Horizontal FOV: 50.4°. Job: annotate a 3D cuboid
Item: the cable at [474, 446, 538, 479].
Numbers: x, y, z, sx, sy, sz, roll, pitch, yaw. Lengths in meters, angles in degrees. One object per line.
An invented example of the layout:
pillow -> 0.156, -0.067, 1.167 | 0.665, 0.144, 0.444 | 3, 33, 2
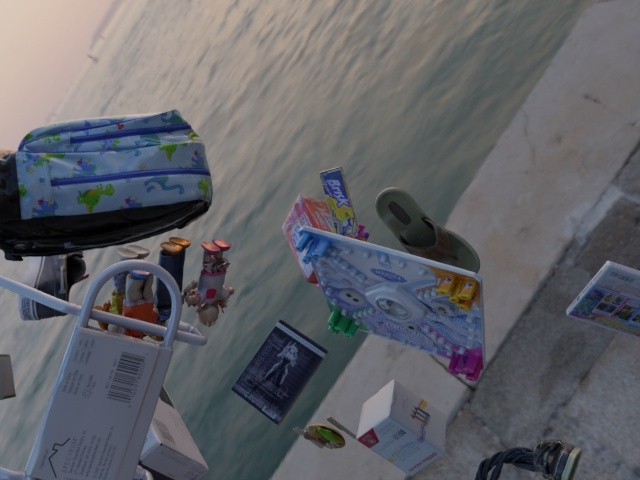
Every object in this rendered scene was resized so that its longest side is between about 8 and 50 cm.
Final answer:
cable -> 0.398, 0.488, 1.351 | 0.184, 0.047, 0.151 | -33, 53, 25

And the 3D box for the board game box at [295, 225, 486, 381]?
board game box -> 0.156, 0.146, 1.460 | 0.389, 0.390, 0.050 | 15, 59, 25

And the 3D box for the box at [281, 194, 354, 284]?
box -> 0.000, 0.000, 1.911 | 0.128, 0.122, 0.257 | -59, 36, 26

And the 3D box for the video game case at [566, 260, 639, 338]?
video game case -> 0.562, 0.112, 1.257 | 0.019, 0.157, 0.143 | -80, 9, -49

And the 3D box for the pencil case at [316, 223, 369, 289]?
pencil case -> 0.071, 0.060, 2.130 | 0.104, 0.104, 0.237 | 11, 79, 65

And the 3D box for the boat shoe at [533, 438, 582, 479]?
boat shoe -> 0.411, 0.389, 1.199 | 0.073, 0.223, 0.080 | 24, 82, 22

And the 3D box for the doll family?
doll family -> -0.242, 0.084, 1.002 | 0.263, 0.118, 0.163 | -20, -54, -60

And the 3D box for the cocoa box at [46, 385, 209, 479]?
cocoa box -> -0.490, 0.495, 1.720 | 0.228, 0.231, 0.347 | -40, 51, -4

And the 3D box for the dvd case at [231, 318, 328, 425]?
dvd case -> -0.104, 0.331, 1.729 | 0.164, 0.018, 0.221 | 29, 79, 29

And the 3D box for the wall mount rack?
wall mount rack -> -0.312, 0.172, 0.807 | 0.130, 0.304, 0.350 | 11, 82, 68

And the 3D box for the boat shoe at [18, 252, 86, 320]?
boat shoe -> -0.521, 0.049, 1.361 | 0.301, 0.102, 0.108 | -108, 20, -58

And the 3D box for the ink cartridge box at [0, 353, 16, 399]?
ink cartridge box -> -0.672, 0.263, 1.203 | 0.153, 0.208, 0.087 | 131, 127, -78

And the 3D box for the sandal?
sandal -> 0.247, -0.004, 1.631 | 0.120, 0.302, 0.086 | -50, -4, 13

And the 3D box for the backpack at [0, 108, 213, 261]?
backpack -> -0.365, -0.096, 1.181 | 0.290, 0.355, 0.274 | 135, 136, -71

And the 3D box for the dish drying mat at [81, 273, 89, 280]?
dish drying mat -> -0.639, 0.111, 1.761 | 0.083, 0.008, 0.032 | -31, 1, -32

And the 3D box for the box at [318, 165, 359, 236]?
box -> 0.047, -0.096, 1.690 | 0.059, 0.169, 0.054 | -15, 6, 7

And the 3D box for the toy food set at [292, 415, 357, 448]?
toy food set -> 0.008, 0.575, 1.977 | 0.192, 0.132, 0.039 | -34, 23, 47

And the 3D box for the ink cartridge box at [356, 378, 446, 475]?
ink cartridge box -> 0.201, 0.457, 1.661 | 0.128, 0.176, 0.127 | -46, 14, 32
